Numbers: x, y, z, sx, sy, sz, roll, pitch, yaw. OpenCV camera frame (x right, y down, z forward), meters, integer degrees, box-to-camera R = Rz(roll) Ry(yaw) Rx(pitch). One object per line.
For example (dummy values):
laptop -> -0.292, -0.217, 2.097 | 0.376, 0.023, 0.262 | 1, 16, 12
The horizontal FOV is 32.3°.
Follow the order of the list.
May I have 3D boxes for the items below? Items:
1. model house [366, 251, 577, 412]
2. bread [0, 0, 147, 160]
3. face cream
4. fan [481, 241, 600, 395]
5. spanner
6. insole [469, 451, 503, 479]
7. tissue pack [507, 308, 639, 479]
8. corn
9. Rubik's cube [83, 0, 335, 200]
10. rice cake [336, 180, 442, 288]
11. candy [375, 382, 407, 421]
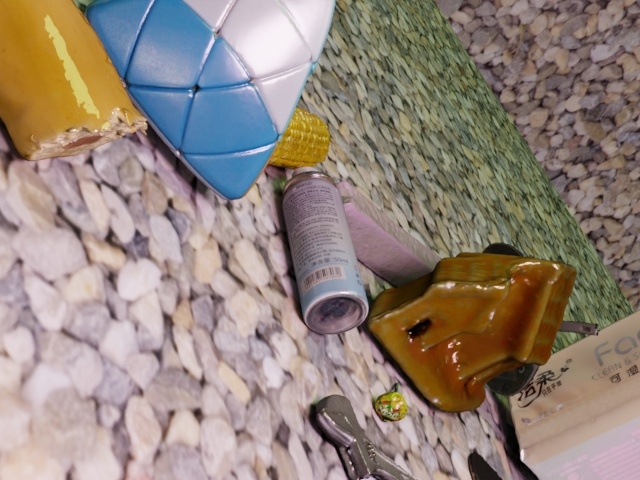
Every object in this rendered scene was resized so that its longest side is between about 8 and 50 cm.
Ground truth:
model house -> 0.215, 0.099, 1.418 | 0.268, 0.239, 0.173 | 14, 48, -65
bread -> -0.228, -0.150, 0.931 | 0.173, 0.085, 0.134 | 59, 19, 0
face cream -> 0.000, 0.000, 1.285 | 0.075, 0.075, 0.229 | 41, 26, -41
fan -> 0.287, 0.093, 1.598 | 0.012, 0.294, 0.223 | -1, 61, -24
spanner -> 0.087, 0.257, 1.194 | 0.325, 0.026, 0.093 | 43, 23, -41
insole -> 0.296, 0.409, 1.501 | 0.348, 0.009, 0.119 | 49, 20, -26
tissue pack -> 0.524, 0.271, 1.643 | 0.332, 0.404, 0.205 | 52, 16, -30
corn -> -0.051, -0.128, 1.347 | 0.080, 0.080, 0.238 | 62, 19, 9
Rubik's cube -> -0.076, -0.166, 1.141 | 0.254, 0.254, 0.254 | 49, 21, -26
rice cake -> 0.098, 0.015, 1.519 | 0.365, 0.072, 0.056 | 34, 32, -46
candy -> 0.086, 0.183, 1.302 | 0.123, 0.035, 0.035 | -51, 119, -79
